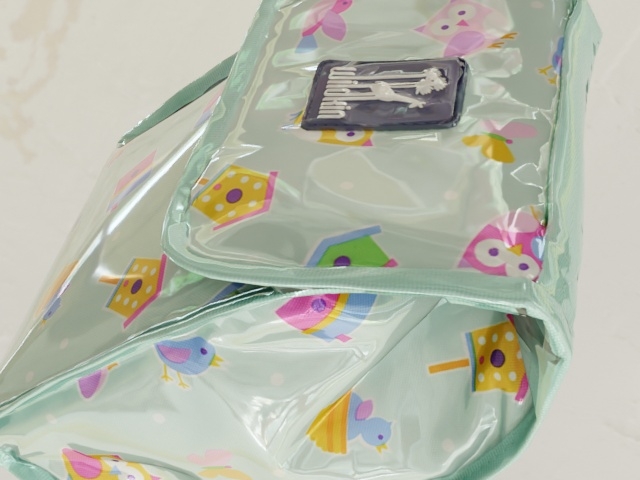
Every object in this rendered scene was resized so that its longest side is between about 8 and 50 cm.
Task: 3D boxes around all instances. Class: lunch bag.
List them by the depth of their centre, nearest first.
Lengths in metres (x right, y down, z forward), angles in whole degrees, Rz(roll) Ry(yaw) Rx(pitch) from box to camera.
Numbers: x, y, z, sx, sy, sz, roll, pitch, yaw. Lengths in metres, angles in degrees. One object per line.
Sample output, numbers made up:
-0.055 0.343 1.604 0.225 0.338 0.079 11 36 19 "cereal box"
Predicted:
0.000 0.000 0.495 0.262 0.160 0.223 -30 -152 36 "lunch bag"
